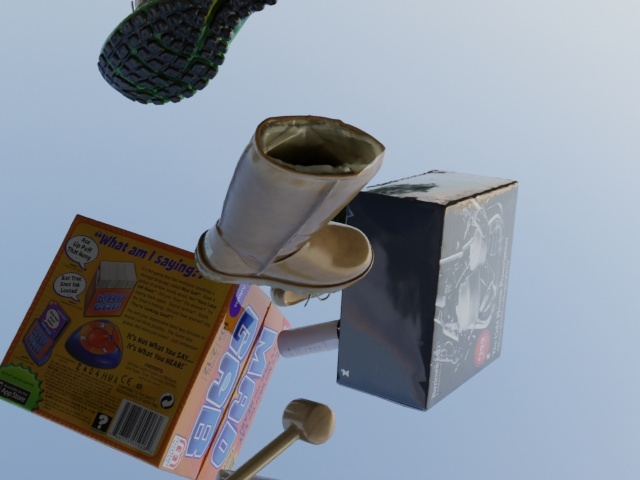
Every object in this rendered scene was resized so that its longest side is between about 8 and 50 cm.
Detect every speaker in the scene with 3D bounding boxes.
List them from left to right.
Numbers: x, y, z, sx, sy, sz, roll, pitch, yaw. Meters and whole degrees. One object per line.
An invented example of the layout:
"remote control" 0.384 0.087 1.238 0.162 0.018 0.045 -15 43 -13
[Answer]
"speaker" -0.010 0.182 1.566 0.136 0.055 0.055 -15 -155 31

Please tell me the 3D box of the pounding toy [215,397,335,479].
"pounding toy" -0.046 0.228 0.707 0.181 0.206 0.094 21 172 -32

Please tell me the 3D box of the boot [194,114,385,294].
"boot" 0.001 -0.028 0.908 0.236 0.269 0.089 -3 -114 -26

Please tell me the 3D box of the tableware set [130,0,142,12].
"tableware set" -0.281 -0.412 1.430 0.024 0.154 0.104 7 -124 -31

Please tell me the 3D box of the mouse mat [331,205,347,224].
"mouse mat" 0.000 0.000 1.938 0.152 0.190 0.007 -5 -164 -14

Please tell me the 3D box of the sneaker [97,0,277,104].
"sneaker" -0.155 -0.312 1.130 0.343 0.134 0.146 -36 -147 16

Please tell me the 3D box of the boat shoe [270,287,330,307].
"boat shoe" 0.018 0.058 1.870 0.285 0.105 0.089 -37 -138 -15

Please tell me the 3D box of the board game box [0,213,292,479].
"board game box" -0.315 0.218 1.601 0.356 0.356 0.356 17 -106 19

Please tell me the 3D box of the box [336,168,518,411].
"box" 0.190 0.070 1.470 0.178 0.344 0.312 12 -163 33
